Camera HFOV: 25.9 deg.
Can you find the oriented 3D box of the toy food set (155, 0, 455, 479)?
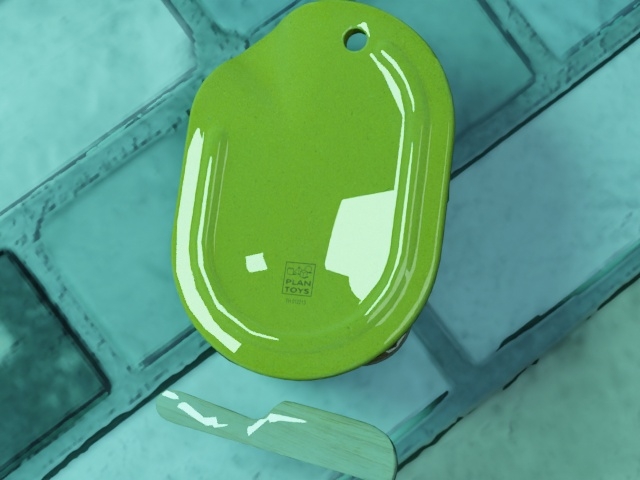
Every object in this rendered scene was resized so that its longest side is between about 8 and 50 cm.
[{"bbox_3d":[0.000,0.000,0.661,0.128,0.071,0.217,6,80,16],"label":"toy food set"}]
